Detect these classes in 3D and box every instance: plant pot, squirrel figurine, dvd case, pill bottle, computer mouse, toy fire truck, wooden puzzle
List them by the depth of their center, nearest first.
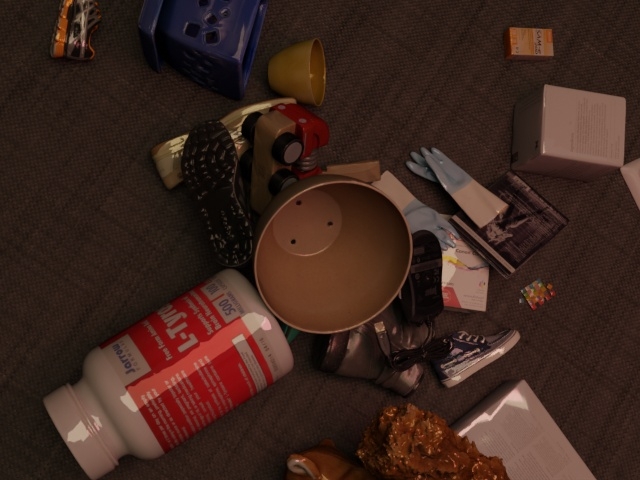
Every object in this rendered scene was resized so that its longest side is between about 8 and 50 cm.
[{"bbox_3d":[-0.271,0.242,1.728,0.408,0.229,0.229,-32,89,-15],"label":"pill bottle"},{"bbox_3d":[0.123,0.460,1.741,0.370,0.281,0.397,35,106,22],"label":"squirrel figurine"},{"bbox_3d":[0.000,0.000,1.743,0.284,0.191,0.284,-6,112,-15],"label":"plant pot"},{"bbox_3d":[0.159,0.117,1.838,0.184,0.060,0.262,-18,104,-35],"label":"computer mouse"},{"bbox_3d":[-0.222,-0.428,1.850,0.212,0.236,0.236,14,79,-2],"label":"plant pot"},{"bbox_3d":[-0.014,-0.157,1.866,0.246,0.217,0.158,-27,49,-36],"label":"toy fire truck"},{"bbox_3d":[-0.050,-0.334,1.928,0.095,0.134,0.134,1,80,13],"label":"plant pot"},{"bbox_3d":[0.383,-0.037,1.966,0.164,0.018,0.221,44,56,14],"label":"dvd case"},{"bbox_3d":[0.449,0.112,2.016,0.083,0.006,0.049,-31,89,-15],"label":"wooden puzzle"}]

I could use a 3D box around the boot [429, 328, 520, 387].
[{"bbox_3d":[0.306,0.210,1.937,0.190,0.069,0.086,-32,92,-13],"label":"boot"}]

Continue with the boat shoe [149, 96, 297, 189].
[{"bbox_3d":[-0.176,-0.191,1.883,0.302,0.109,0.098,-24,92,-9],"label":"boat shoe"}]

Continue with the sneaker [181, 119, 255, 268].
[{"bbox_3d":[-0.184,-0.080,1.811,0.107,0.124,0.283,-13,80,5],"label":"sneaker"}]

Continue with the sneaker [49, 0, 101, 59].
[{"bbox_3d":[-0.464,-0.447,1.879,0.083,0.084,0.214,14,82,-23],"label":"sneaker"}]

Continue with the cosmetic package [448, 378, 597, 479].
[{"bbox_3d":[0.386,0.507,1.895,0.284,0.097,0.377,-35,90,-16],"label":"cosmetic package"}]

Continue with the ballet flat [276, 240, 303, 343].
[{"bbox_3d":[-0.031,0.087,1.883,0.087,0.083,0.247,9,81,-25],"label":"ballet flat"}]

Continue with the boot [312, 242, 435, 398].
[{"bbox_3d":[0.125,0.125,1.907,0.223,0.118,0.338,16,84,-16],"label":"boot"}]

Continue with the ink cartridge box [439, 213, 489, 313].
[{"bbox_3d":[0.278,0.042,1.959,0.115,0.067,0.198,8,79,-12],"label":"ink cartridge box"}]

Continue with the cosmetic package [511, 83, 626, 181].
[{"bbox_3d":[0.512,-0.219,2.007,0.184,0.151,0.151,8,79,-12],"label":"cosmetic package"}]

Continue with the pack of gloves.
[{"bbox_3d":[0.225,-0.093,1.931,0.195,0.046,0.232,-37,62,-20],"label":"pack of gloves"}]

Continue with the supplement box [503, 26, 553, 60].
[{"bbox_3d":[0.448,-0.423,2.085,0.098,0.036,0.062,-1,82,-13],"label":"supplement box"}]

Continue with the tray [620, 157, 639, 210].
[{"bbox_3d":[0.799,-0.149,2.121,0.270,0.030,0.145,-25,86,-15],"label":"tray"}]
